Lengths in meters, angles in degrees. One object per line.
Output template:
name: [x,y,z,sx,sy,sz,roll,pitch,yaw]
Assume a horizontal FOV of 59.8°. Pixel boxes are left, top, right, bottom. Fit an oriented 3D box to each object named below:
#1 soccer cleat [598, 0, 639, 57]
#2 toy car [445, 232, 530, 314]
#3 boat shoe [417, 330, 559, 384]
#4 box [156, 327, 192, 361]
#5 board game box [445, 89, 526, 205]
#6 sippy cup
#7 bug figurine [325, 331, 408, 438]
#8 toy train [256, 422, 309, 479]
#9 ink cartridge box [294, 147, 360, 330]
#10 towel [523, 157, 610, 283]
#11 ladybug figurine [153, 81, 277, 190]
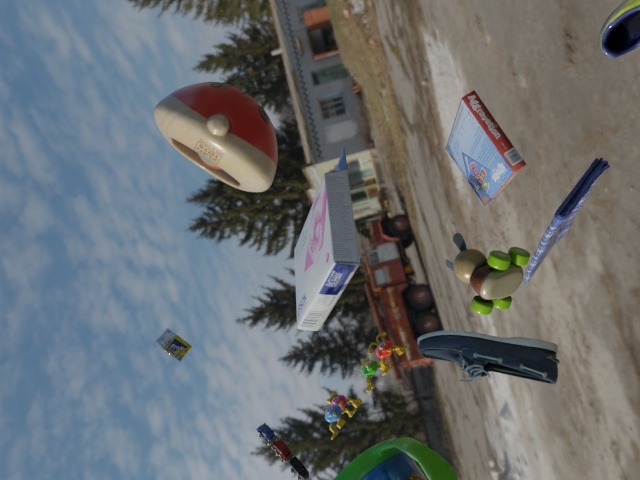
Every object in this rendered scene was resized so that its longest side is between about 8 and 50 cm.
soccer cleat: [0.592,-0.420,0.931,0.121,0.093,0.289,-53,0,-34]
toy car: [0.393,0.066,1.388,0.188,0.149,0.154,38,124,43]
boat shoe: [0.305,0.221,1.034,0.095,0.255,0.079,59,-143,-60]
box: [-0.413,0.292,1.565,0.059,0.054,0.169,42,164,-16]
board game box: [0.284,-0.151,0.990,0.145,0.027,0.281,60,-177,10]
sippy cup: [0.138,0.518,0.987,0.224,0.240,0.305,41,156,37]
bug figurine: [0.089,0.347,1.341,0.072,0.279,0.216,39,161,12]
toy train: [-0.078,0.419,1.115,0.158,0.027,0.036,33,146,39]
ink cartridge box: [0.000,0.000,1.336,0.324,0.072,0.329,114,155,-52]
towel: [0.649,-0.043,1.487,0.040,0.243,0.335,35,156,23]
ladybug figurine: [-0.220,-0.242,1.272,0.305,0.161,0.449,34,175,-13]
